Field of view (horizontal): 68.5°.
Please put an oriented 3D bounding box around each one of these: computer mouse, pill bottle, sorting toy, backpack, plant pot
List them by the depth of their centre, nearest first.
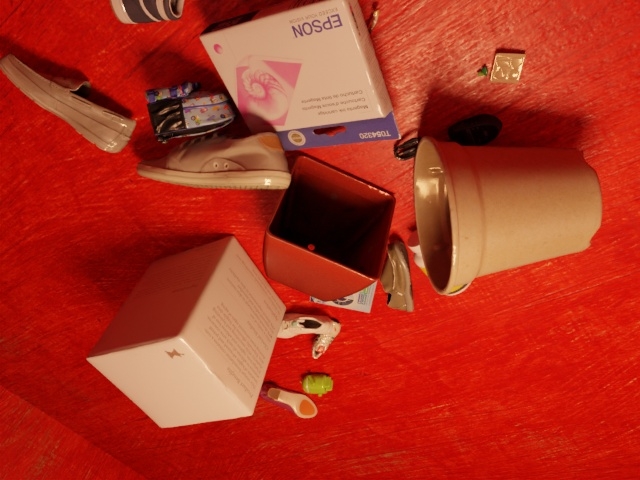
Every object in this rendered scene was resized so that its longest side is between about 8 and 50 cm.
[{"bbox_3d":[0.360,-0.346,0.942,0.083,0.012,0.062,4,134,5],"label":"sorting toy"},{"bbox_3d":[0.381,-0.069,0.986,0.306,0.333,0.333,-7,128,1],"label":"plant pot"},{"bbox_3d":[-0.278,-0.292,1.044,0.174,0.158,0.116,-10,108,4],"label":"backpack"},{"bbox_3d":[0.277,-0.229,1.046,0.242,0.041,0.071,-10,146,26],"label":"computer mouse"},{"bbox_3d":[0.000,0.000,1.161,0.268,0.267,0.235,23,142,-6],"label":"plant pot"},{"bbox_3d":[0.306,0.050,1.215,0.103,0.103,0.184,-30,116,31],"label":"pill bottle"}]

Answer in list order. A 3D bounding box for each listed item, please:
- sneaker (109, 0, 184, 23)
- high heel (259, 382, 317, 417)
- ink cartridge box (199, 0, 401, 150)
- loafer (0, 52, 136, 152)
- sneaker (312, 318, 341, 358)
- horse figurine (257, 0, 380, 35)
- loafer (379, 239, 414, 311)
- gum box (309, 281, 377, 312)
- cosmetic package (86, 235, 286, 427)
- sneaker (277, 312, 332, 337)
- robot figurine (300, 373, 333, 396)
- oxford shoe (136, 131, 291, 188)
[{"bbox_3d":[-0.339,-0.550,0.878,0.153,0.099,0.282,9,137,11],"label":"sneaker"},{"bbox_3d":[-0.130,0.615,1.806,0.244,0.082,0.117,27,159,-25],"label":"high heel"},{"bbox_3d":[-0.034,-0.307,0.956,0.324,0.071,0.330,0,136,31],"label":"ink cartridge box"},{"bbox_3d":[-0.592,-0.339,1.117,0.320,0.112,0.111,36,91,-15],"label":"loafer"},{"bbox_3d":[0.017,0.323,1.519,0.057,0.075,0.161,26,129,-9],"label":"sneaker"},{"bbox_3d":[0.001,-0.395,0.949,0.264,0.066,0.174,14,129,1],"label":"horse figurine"},{"bbox_3d":[0.204,0.107,1.290,0.088,0.094,0.251,-6,127,12],"label":"loafer"},{"bbox_3d":[0.067,0.130,1.375,0.185,0.041,0.156,11,130,5],"label":"gum box"},{"bbox_3d":[-0.350,0.256,1.343,0.328,0.393,0.329,-16,122,24],"label":"cosmetic package"},{"bbox_3d":[-0.074,0.260,1.465,0.212,0.080,0.094,-8,166,16],"label":"sneaker"},{"bbox_3d":[-0.015,0.514,1.687,0.115,0.067,0.101,-5,139,17],"label":"robot figurine"},{"bbox_3d":[-0.257,-0.188,1.111,0.450,0.169,0.129,4,94,33],"label":"oxford shoe"}]
